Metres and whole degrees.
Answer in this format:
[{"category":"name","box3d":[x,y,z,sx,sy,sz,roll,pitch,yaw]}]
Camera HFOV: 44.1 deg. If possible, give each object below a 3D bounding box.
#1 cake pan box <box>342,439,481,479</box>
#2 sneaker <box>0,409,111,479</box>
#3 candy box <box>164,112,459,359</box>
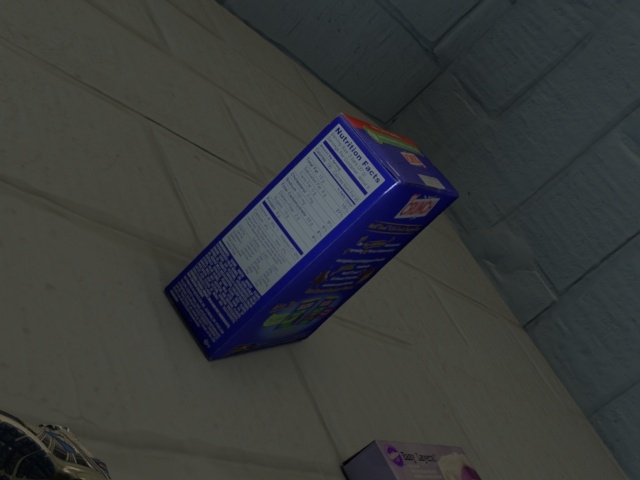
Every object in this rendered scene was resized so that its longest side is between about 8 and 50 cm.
[{"category":"cake pan box","box3d":[0.165,0.378,1.010,0.267,0.070,0.246,24,27,-51]},{"category":"sneaker","box3d":[-0.217,0.167,0.612,0.135,0.052,0.058,46,6,-28]},{"category":"candy box","box3d":[0.000,0.000,1.015,0.122,0.317,0.268,53,18,16]}]
